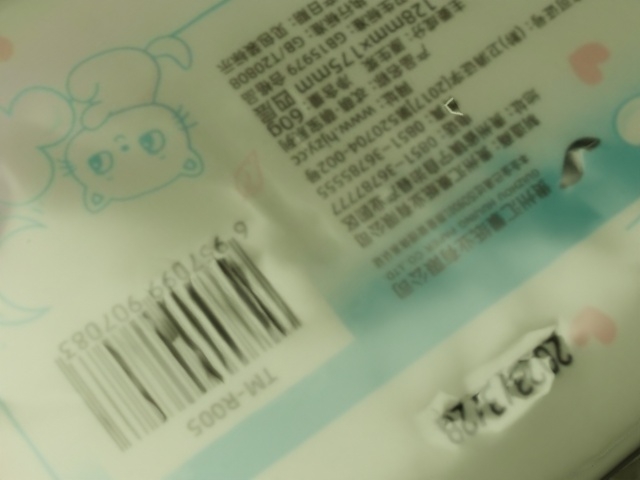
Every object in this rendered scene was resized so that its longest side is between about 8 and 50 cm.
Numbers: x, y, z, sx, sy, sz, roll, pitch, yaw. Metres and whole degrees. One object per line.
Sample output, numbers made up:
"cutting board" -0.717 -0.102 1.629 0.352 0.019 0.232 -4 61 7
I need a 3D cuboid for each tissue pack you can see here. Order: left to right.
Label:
"tissue pack" 0.002 0.002 0.523 0.271 0.124 0.201 -35 73 -16
